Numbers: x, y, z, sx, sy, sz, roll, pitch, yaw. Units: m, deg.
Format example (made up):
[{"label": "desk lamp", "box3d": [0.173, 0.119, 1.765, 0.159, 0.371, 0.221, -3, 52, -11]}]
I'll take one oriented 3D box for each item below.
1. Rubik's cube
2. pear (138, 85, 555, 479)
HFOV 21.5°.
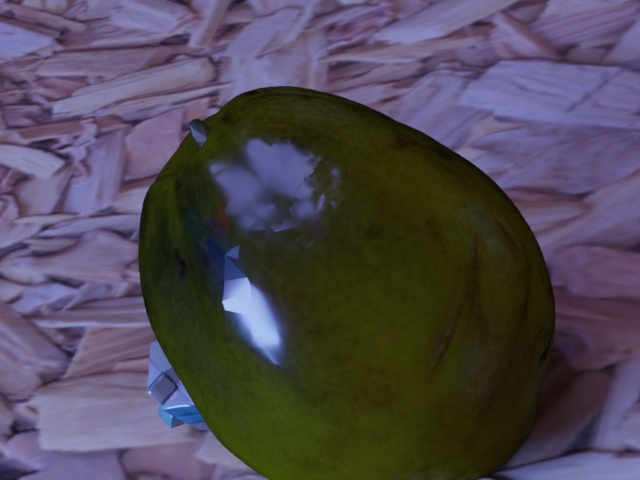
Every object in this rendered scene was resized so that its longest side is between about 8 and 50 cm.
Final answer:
[{"label": "Rubik's cube", "box3d": [-0.100, 0.110, 1.339, 0.073, 0.075, 0.084, -13, 44, 27]}, {"label": "pear", "box3d": [0.021, 0.038, 1.127, 0.269, 0.321, 0.269, -35, 21, 16]}]
